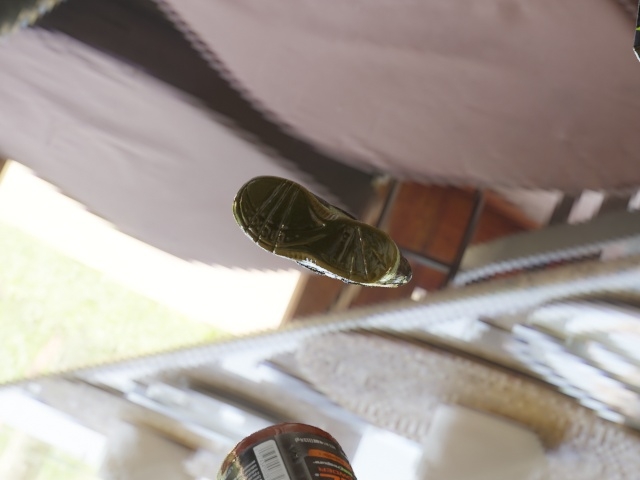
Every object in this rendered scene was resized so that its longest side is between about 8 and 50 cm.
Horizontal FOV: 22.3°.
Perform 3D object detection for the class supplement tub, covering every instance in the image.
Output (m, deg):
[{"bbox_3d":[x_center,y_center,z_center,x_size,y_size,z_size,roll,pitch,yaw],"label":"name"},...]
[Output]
[{"bbox_3d":[-0.005,0.223,1.135,0.106,0.106,0.198,34,-164,-32],"label":"supplement tub"}]

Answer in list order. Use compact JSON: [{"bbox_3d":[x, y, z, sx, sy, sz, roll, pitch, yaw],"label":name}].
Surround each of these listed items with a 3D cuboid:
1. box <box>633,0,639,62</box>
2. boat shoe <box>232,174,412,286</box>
[{"bbox_3d":[0.373,-0.225,1.491,0.162,0.116,0.029,-6,143,28],"label":"box"},{"bbox_3d":[0.001,-0.001,1.705,0.224,0.080,0.073,25,171,37],"label":"boat shoe"}]
